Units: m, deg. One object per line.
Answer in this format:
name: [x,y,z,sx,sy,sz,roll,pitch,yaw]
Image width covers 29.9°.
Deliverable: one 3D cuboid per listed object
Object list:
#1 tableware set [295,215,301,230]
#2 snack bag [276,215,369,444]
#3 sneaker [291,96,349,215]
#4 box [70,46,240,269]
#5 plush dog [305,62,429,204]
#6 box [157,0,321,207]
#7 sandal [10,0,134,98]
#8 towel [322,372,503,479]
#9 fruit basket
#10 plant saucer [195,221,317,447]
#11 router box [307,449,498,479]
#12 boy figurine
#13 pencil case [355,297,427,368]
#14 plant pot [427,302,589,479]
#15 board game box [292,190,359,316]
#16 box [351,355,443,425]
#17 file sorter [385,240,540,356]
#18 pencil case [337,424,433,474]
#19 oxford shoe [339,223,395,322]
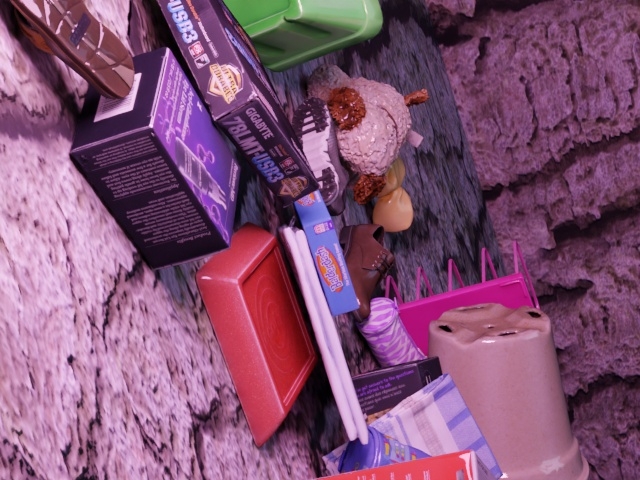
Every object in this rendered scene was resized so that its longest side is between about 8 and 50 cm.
tableware set: [-0.008,-0.010,2.059,0.168,0.020,0.141,-69,141,-61]
snack bag: [-0.002,0.122,1.807,0.342,0.037,0.323,-130,-159,-85]
sneaker: [0.002,-0.139,2.089,0.106,0.078,0.234,52,25,-55]
box: [-0.188,-0.094,1.420,0.153,0.108,0.207,-88,156,-44]
plush dog: [0.091,-0.198,2.207,0.225,0.211,0.262,-70,142,-59]
box: [-0.120,-0.226,1.638,0.293,0.073,0.295,63,6,26]
sandal: [-0.286,-0.239,1.302,0.219,0.060,0.090,50,44,-33]
towel: [0.153,0.363,1.903,0.285,0.034,0.209,-31,95,-31]
fruit basket: [-0.042,-0.475,1.982,0.392,0.283,0.392,24,59,-48]
plant saucer: [-0.076,0.121,1.698,0.258,0.048,0.259,-53,126,-69]
router box: [0.113,0.402,1.629,0.335,0.301,0.082,52,29,-53]
boy figurine: [0.118,-0.156,2.453,0.177,0.092,0.285,-53,127,-69]
pencil case: [0.136,0.191,2.230,0.206,0.088,0.086,57,22,-44]
plant pot: [0.318,0.289,2.206,0.334,0.334,0.305,-48,134,-70]
board game box: [0.000,0.000,1.865,0.210,0.047,0.160,-111,-177,-65]
box: [0.149,0.347,2.045,0.165,0.143,0.270,4,73,-71]
file sorter: [0.289,0.144,2.412,0.182,0.291,0.202,-80,150,-59]
pencil case: [0.164,0.384,1.809,0.306,0.133,0.119,28,70,-23]
oxford shoe: [0.085,0.050,2.176,0.083,0.096,0.227,61,24,-44]
